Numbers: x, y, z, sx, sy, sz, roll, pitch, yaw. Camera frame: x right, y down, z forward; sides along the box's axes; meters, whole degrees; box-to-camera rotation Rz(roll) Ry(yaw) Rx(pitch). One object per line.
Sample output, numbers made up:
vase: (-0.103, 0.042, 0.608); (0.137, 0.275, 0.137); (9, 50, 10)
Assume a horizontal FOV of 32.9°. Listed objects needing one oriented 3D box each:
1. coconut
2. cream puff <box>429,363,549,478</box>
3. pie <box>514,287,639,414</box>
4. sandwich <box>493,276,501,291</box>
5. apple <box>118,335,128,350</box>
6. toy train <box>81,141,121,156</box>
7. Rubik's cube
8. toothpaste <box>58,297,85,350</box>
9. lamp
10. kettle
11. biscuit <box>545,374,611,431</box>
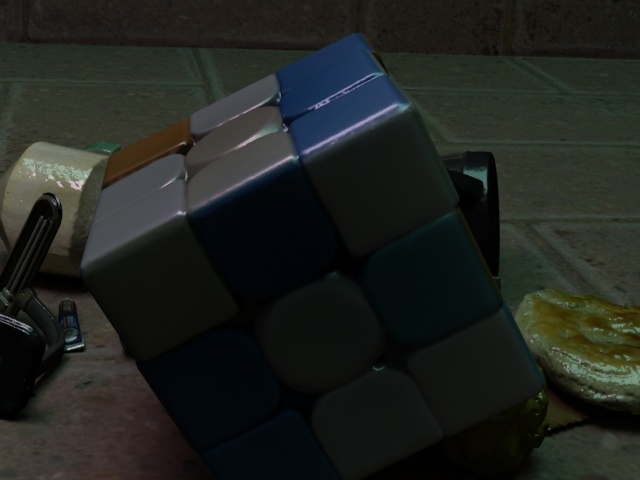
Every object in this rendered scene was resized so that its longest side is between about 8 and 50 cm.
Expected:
coconut: (-0.395, -0.044, 1.634); (0.222, 0.202, 0.202); (12, 23, 12)
cream puff: (0.194, 0.198, 1.210); (0.156, 0.156, 0.121); (2, 52, -4)
pie: (0.416, 0.143, 1.436); (0.337, 0.075, 0.337); (6, 18, -2)
sandwich: (0.223, 0.067, 1.599); (0.105, 0.093, 0.036); (-9, 18, -35)
apple: (-0.176, 0.062, 1.453); (0.188, 0.174, 0.207); (3, 5, -9)
toy train: (-0.391, -0.090, 1.847); (0.081, 0.125, 0.194); (4, 20, 10)
Rubik's cube: (-0.013, 0.026, 1.162); (0.347, 0.346, 0.344); (-28, 21, 4)
toothpaste: (-0.343, 0.113, 1.478); (0.037, 0.021, 0.140); (-10, 27, -11)
lamp: (-0.365, 0.068, 1.355); (0.124, 0.203, 0.283); (18, 17, -8)
kettle: (0.136, -0.029, 1.694); (0.271, 0.207, 0.251); (-2, 10, 15)
biscuit: (0.263, 0.181, 1.419); (0.232, 0.013, 0.237); (-9, 24, -31)
